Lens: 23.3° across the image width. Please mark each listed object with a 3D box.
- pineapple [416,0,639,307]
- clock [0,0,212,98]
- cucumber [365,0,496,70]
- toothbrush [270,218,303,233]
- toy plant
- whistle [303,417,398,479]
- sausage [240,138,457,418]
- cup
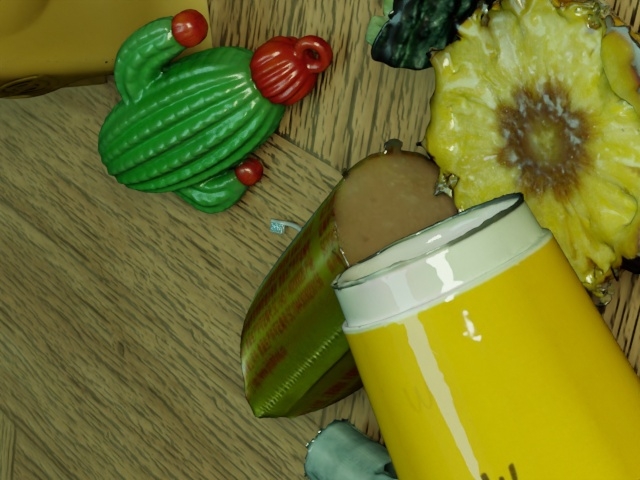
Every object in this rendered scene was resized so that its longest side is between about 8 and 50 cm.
[{"bbox_3d":[0.159,-0.066,0.979,0.225,0.076,0.224,23,122,41],"label":"pineapple"},{"bbox_3d":[-0.281,-0.207,1.319,0.244,0.317,0.200,-6,100,52],"label":"clock"},{"bbox_3d":[0.100,-0.212,1.023,0.115,0.086,0.193,-79,8,-62],"label":"cucumber"},{"bbox_3d":[0.000,0.000,1.255,0.131,0.011,0.013,19,101,49],"label":"toothbrush"},{"bbox_3d":[-0.099,-0.115,1.270,0.155,0.088,0.240,31,137,-3],"label":"toy plant"},{"bbox_3d":[0.103,0.228,1.139,0.312,0.062,0.062,32,122,44],"label":"whistle"},{"bbox_3d":[0.011,0.059,1.156,0.317,0.117,0.125,127,150,-56],"label":"sausage"},{"bbox_3d":[0.123,0.122,0.941,0.196,0.196,0.279,-19,99,52],"label":"cup"}]
